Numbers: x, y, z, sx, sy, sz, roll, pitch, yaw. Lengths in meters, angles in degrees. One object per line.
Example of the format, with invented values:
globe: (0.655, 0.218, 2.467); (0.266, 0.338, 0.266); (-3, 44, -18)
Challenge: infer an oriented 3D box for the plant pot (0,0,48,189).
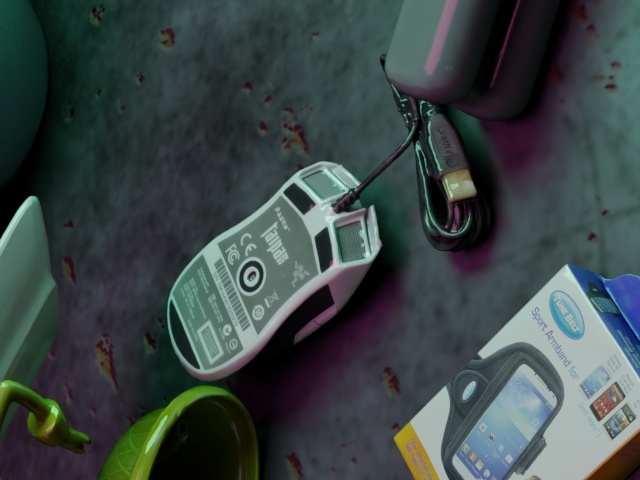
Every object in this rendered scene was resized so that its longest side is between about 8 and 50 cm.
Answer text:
plant pot: (-0.285, -0.107, 1.013); (0.290, 0.195, 0.290); (-13, 71, 43)

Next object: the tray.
tray: (-0.185, 0.118, 0.770); (0.145, 0.030, 0.270); (112, -176, -70)

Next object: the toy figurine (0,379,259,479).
toy figurine: (-0.174, 0.240, 0.831); (0.217, 0.191, 0.363); (0, 79, 51)

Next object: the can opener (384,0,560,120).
can opener: (0.114, -0.187, 0.710); (0.095, 0.076, 0.283); (23, 98, 47)

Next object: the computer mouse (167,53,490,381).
computer mouse: (0.000, 0.000, 0.809); (0.193, 0.042, 0.106); (-39, 59, 26)

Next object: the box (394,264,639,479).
box: (0.095, 0.075, 0.700); (0.136, 0.028, 0.081); (-50, 49, 27)
